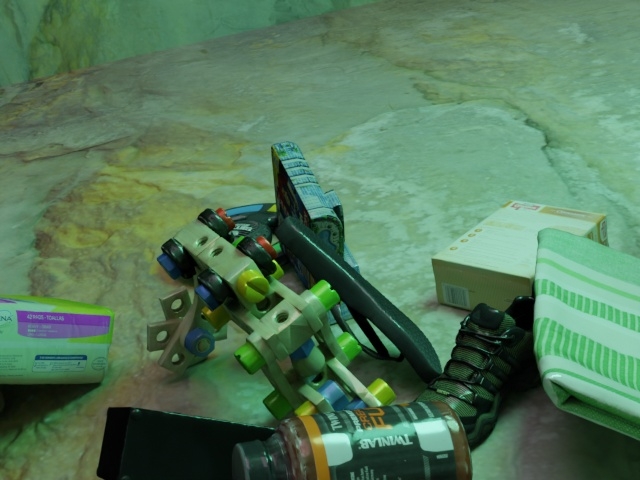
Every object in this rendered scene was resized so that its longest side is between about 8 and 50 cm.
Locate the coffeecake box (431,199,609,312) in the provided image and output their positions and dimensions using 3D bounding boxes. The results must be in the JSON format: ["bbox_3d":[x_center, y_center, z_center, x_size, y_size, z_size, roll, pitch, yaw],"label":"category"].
[{"bbox_3d":[0.253,0.022,1.271,0.142,0.068,0.185,12,33,42],"label":"coffeecake box"}]

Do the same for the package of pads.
[{"bbox_3d":[-0.425,0.112,1.224,0.297,0.101,0.229,3,-4,28],"label":"package of pads"}]

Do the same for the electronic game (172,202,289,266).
[{"bbox_3d":[-0.117,-0.002,1.510,0.229,0.048,0.229,-9,25,4],"label":"electronic game"}]

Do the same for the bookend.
[{"bbox_3d":[-0.128,0.209,0.994,0.156,0.072,0.157,12,-13,-18],"label":"bookend"}]

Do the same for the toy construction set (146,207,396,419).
[{"bbox_3d":[-0.078,0.088,1.118,0.328,0.215,0.151,12,53,47],"label":"toy construction set"}]

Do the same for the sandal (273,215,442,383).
[{"bbox_3d":[0.039,0.074,1.151,0.254,0.054,0.097,43,8,21],"label":"sandal"}]

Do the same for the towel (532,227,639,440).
[{"bbox_3d":[0.327,0.098,0.991,0.248,0.038,0.325,21,29,3],"label":"towel"}]

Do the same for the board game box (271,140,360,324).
[{"bbox_3d":[0.000,0.000,1.303,0.060,0.194,0.194,-18,49,-13],"label":"board game box"}]

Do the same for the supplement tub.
[{"bbox_3d":[0.026,0.201,0.889,0.198,0.106,0.106,-4,22,-17],"label":"supplement tub"}]

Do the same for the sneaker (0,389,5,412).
[{"bbox_3d":[-0.466,0.188,1.222,0.189,0.066,0.071,-8,23,6],"label":"sneaker"}]

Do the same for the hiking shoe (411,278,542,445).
[{"bbox_3d":[0.155,0.123,1.036,0.086,0.114,0.227,11,32,44],"label":"hiking shoe"}]
